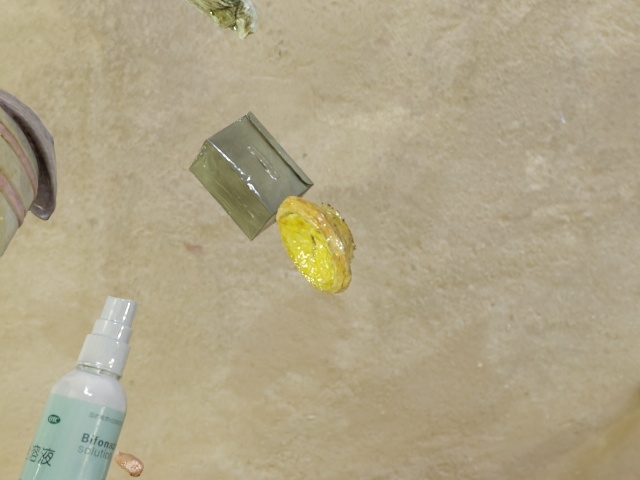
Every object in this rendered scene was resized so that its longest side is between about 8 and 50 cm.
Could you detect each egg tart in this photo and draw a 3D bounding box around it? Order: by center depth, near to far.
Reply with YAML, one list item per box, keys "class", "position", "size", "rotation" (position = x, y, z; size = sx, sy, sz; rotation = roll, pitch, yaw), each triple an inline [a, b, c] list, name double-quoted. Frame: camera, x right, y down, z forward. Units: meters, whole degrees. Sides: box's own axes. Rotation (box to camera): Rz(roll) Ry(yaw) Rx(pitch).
- class: "egg tart"
  position: [0.000, 0.000, 1.327]
  size: [0.074, 0.191, 0.191]
  rotation: [-34, 129, -25]

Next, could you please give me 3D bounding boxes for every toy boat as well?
- class: "toy boat"
  position: [-0.553, -0.136, 1.350]
  size: [0.111, 0.293, 0.276]
  rotation: [-12, 108, 1]

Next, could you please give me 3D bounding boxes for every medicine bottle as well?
- class: "medicine bottle"
  position: [-0.328, 0.247, 1.056]
  size: [0.110, 0.351, 0.110]
  rotation: [13, 162, 4]

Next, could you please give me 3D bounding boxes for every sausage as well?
- class: "sausage"
  position: [-0.387, 0.450, 1.549]
  size: [0.036, 0.158, 0.042]
  rotation: [-31, 97, -25]

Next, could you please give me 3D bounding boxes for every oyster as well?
- class: "oyster"
  position: [-0.202, -0.464, 1.257]
  size: [0.112, 0.198, 0.267]
  rotation: [-38, 151, -6]

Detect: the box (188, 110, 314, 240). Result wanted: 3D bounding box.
- class: "box"
  position: [-0.160, -0.150, 1.778]
  size: [0.231, 0.149, 0.155]
  rotation: [49, 145, 1]
